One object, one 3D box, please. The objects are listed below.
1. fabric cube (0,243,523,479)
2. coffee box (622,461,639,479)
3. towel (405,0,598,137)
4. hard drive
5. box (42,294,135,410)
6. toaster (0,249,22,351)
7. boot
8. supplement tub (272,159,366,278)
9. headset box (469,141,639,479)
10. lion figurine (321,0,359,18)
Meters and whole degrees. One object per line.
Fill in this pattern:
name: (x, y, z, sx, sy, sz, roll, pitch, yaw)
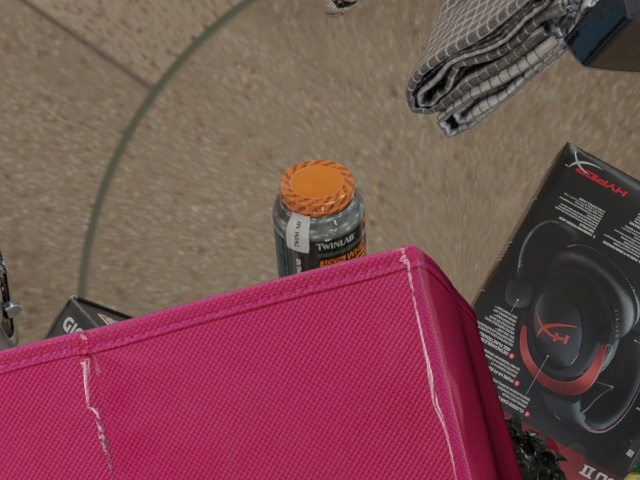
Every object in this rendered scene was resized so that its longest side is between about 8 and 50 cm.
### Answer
fabric cube: (-0.034, 0.172, 0.586, 0.259, 0.254, 0.258, -15, 80, 9)
coffee box: (0.310, 0.142, 1.000, 0.184, 0.113, 0.040, -36, 106, -35)
towel: (0.239, -0.288, 1.726, 0.121, 0.283, 0.235, 38, 48, -14)
hard drive: (0.418, -0.239, 1.533, 0.254, 0.172, 0.054, -3, 74, -15)
box: (-0.043, 0.176, 1.105, 0.295, 0.293, 0.073, 38, 97, 43)
toaster: (-0.371, 0.047, 1.234, 0.185, 0.168, 0.110, -17, 62, -8)
boot: (0.091, 0.153, 0.870, 0.099, 0.045, 0.121, 46, 109, 29)
supplement tub: (0.000, 0.000, 1.738, 0.117, 0.117, 0.190, -3, 132, 2)
headset box: (0.236, 0.095, 1.225, 0.218, 0.110, 0.293, 29, 89, 5)
lion figurine: (-0.086, -0.306, 1.203, 0.392, 0.240, 0.142, 13, 93, -29)
